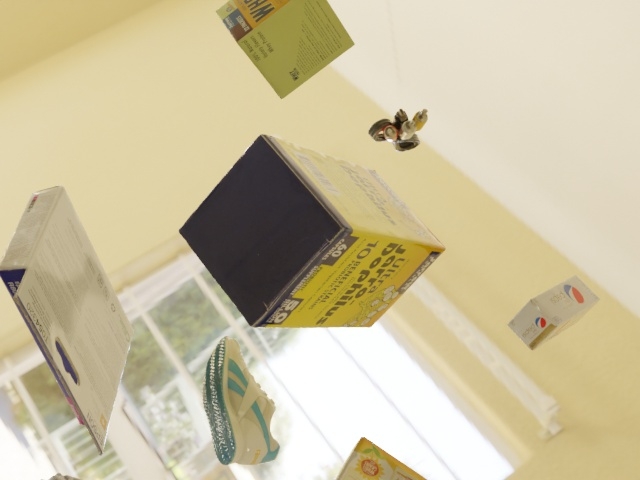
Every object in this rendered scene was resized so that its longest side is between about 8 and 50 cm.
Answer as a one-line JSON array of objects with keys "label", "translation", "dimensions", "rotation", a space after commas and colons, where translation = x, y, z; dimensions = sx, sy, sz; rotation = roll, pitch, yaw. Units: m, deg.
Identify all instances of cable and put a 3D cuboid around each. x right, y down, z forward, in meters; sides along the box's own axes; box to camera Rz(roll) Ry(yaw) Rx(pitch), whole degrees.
[{"label": "cable", "translation": [0.189, -0.242, 2.352], "dimensions": [0.072, 0.139, 0.287], "rotation": [64, -2, 16]}]

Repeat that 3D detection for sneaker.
[{"label": "sneaker", "translation": [-0.127, 0.254, 1.549], "dimensions": [0.087, 0.092, 0.228], "rotation": [-54, -142, 39]}]

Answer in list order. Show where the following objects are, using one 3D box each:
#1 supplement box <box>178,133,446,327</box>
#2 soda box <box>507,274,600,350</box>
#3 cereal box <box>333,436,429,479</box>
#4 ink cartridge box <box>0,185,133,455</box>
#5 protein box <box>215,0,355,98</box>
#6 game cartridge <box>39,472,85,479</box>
[{"label": "supplement box", "translation": [0.000, 0.000, 1.460], "dimensions": [0.195, 0.194, 0.356], "rotation": [50, 19, 23]}, {"label": "soda box", "translation": [0.432, 0.131, 1.800], "dimensions": [0.069, 0.216, 0.074], "rotation": [49, -56, 18]}, {"label": "cereal box", "translation": [0.079, 0.430, 1.470], "dimensions": [0.173, 0.240, 0.047], "rotation": [35, -47, 5]}, {"label": "ink cartridge box", "translation": [-0.413, 0.127, 1.583], "dimensions": [0.330, 0.071, 0.324], "rotation": [-89, 164, -58]}, {"label": "protein box", "translation": [-0.074, -0.453, 2.083], "dimensions": [0.200, 0.201, 0.136], "rotation": [48, 7, -49]}, {"label": "game cartridge", "translation": [-0.468, 0.527, 1.799], "dimensions": [0.062, 0.198, 0.297], "rotation": [49, 3, 34]}]
